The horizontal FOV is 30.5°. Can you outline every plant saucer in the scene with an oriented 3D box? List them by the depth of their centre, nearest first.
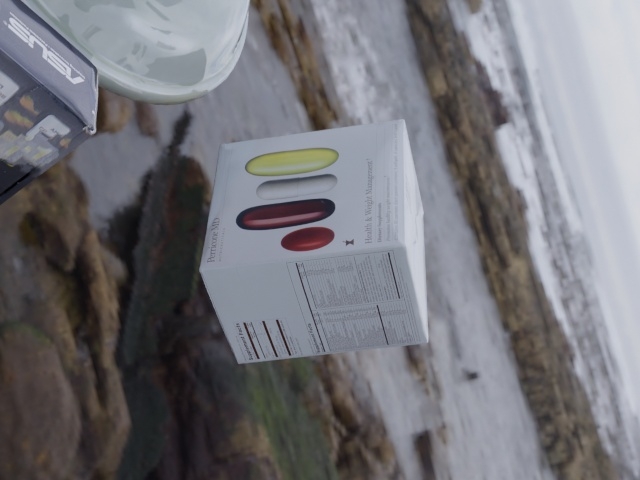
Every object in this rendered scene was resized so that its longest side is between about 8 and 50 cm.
[{"bbox_3d":[-0.174,-0.327,1.077,0.400,0.100,0.400,35,44,-42],"label":"plant saucer"}]

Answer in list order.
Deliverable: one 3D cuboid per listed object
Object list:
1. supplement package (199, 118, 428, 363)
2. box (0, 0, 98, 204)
[{"bbox_3d":[0.000,0.000,1.218,0.194,0.203,0.149,-87,166,-45],"label":"supplement package"},{"bbox_3d":[-0.398,-0.127,0.784,0.395,0.318,0.097,43,23,-35],"label":"box"}]
